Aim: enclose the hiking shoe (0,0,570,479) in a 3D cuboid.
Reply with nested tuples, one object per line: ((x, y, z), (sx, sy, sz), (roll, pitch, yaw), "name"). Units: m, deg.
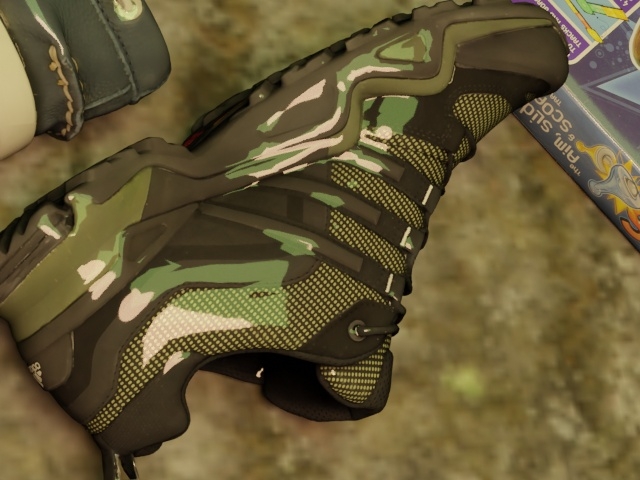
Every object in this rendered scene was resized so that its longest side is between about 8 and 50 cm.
((0.000, 0.000, 0.651), (0.227, 0.086, 0.114), (-29, 96, -22), "hiking shoe")

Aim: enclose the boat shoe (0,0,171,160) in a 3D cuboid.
((-0.131, -0.151, 0.640), (0.079, 0.095, 0.254), (-25, 82, -26), "boat shoe")

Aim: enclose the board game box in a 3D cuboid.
((0.165, -0.044, 0.747), (0.136, 0.035, 0.201), (-40, 88, -29), "board game box")
